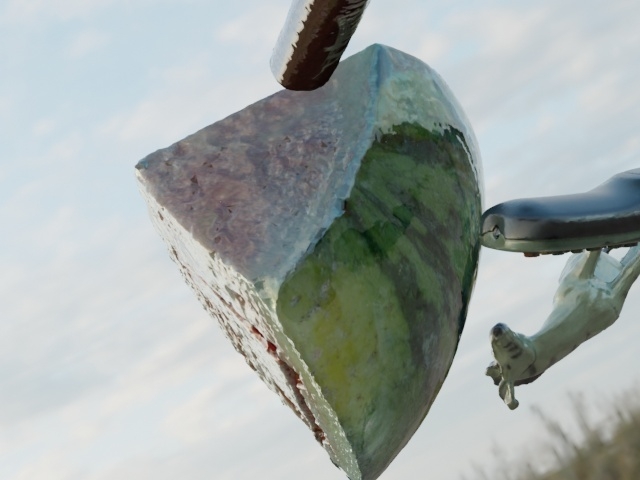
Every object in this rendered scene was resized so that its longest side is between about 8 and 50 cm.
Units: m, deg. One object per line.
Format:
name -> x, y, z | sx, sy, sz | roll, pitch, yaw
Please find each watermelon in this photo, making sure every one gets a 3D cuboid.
watermelon -> 0.000, 0.000, 1.075 | 0.261, 0.201, 0.213 | -63, -30, -25

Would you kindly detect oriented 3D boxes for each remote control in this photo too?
remote control -> 0.199, -0.022, 0.947 | 0.222, 0.042, 0.072 | -11, 8, -23

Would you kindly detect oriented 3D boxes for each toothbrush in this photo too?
toothbrush -> 0.021, -0.145, 0.703 | 0.041, 0.041, 0.364 | -24, -10, -16

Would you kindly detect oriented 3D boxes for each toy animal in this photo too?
toy animal -> 0.219, 0.043, 1.324 | 0.176, 0.073, 0.217 | -55, -10, 23
